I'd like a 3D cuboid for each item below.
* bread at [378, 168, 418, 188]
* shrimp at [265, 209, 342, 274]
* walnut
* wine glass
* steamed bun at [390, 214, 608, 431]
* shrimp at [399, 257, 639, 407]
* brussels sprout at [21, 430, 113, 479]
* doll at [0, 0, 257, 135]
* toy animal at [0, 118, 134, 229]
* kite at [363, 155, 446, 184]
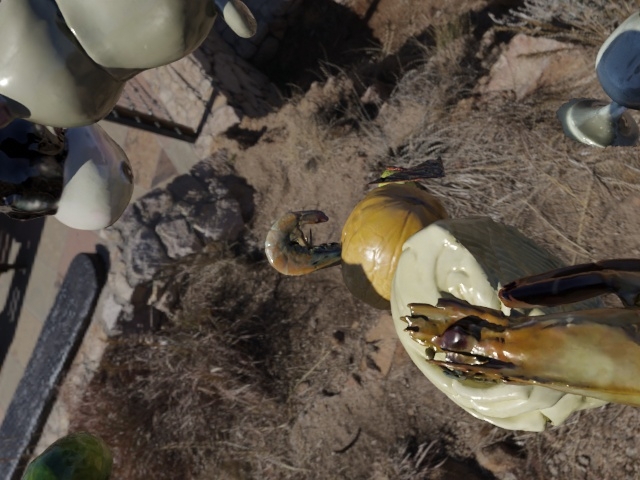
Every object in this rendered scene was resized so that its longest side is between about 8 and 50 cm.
[{"bbox_3d":[0.262,-0.174,1.860,0.114,0.129,0.111,20,73,42],"label":"bread"},{"bbox_3d":[0.000,0.000,1.225,0.052,0.251,0.144,-165,68,-74],"label":"shrimp"},{"bbox_3d":[0.122,0.010,0.920,0.193,0.193,0.226,61,154,25],"label":"walnut"},{"bbox_3d":[0.753,-0.387,1.304,0.238,0.238,0.323,57,157,27],"label":"wine glass"},{"bbox_3d":[0.221,0.115,0.708,0.203,0.289,0.276,-54,44,31],"label":"steamed bun"},{"bbox_3d":[0.167,0.043,0.326,0.236,0.133,0.053,-4,125,13],"label":"shrimp"},{"bbox_3d":[-0.459,0.435,1.002,0.143,0.181,0.162,3,121,4],"label":"brussels sprout"},{"bbox_3d":[-0.300,-0.310,0.757,0.370,0.215,0.226,-28,101,3],"label":"doll"},{"bbox_3d":[-0.489,-0.133,1.021,0.212,0.266,0.213,-16,70,51],"label":"toy animal"},{"bbox_3d":[0.208,-0.157,1.242,0.189,0.232,0.009,22,128,51],"label":"kite"}]
